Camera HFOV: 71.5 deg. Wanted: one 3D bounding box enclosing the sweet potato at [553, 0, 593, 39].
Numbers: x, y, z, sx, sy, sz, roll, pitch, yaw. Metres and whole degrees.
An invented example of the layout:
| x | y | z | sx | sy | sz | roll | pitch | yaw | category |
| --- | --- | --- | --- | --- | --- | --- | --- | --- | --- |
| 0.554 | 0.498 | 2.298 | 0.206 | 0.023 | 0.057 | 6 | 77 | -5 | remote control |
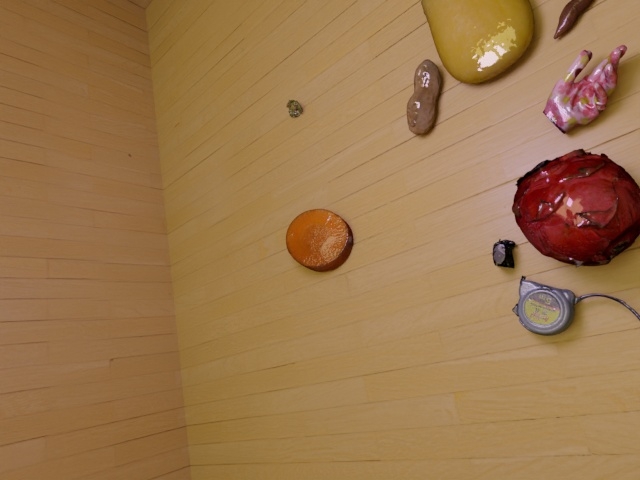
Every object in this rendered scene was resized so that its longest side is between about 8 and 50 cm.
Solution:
| x | y | z | sx | sy | sz | roll | pitch | yaw | category |
| --- | --- | --- | --- | --- | --- | --- | --- | --- | --- |
| 0.755 | -0.694 | 1.298 | 0.065 | 0.051 | 0.219 | 35 | 108 | 34 | sweet potato |

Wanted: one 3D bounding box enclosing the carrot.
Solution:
| x | y | z | sx | sy | sz | roll | pitch | yaw | category |
| --- | --- | --- | --- | --- | --- | --- | --- | --- | --- |
| 0.000 | 0.000 | 1.849 | 0.307 | 0.100 | 0.259 | -2 | 82 | 33 | carrot |

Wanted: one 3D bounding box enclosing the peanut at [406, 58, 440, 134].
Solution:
| x | y | z | sx | sy | sz | roll | pitch | yaw | category |
| --- | --- | --- | --- | --- | --- | --- | --- | --- | --- |
| 0.367 | -0.507 | 1.572 | 0.101 | 0.117 | 0.263 | 13 | 91 | 21 | peanut |

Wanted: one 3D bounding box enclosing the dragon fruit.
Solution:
| x | y | z | sx | sy | sz | roll | pitch | yaw | category |
| --- | --- | --- | --- | --- | --- | --- | --- | --- | --- |
| 0.666 | -0.086 | 1.154 | 0.296 | 0.295 | 0.302 | -53 | 43 | 23 | dragon fruit |

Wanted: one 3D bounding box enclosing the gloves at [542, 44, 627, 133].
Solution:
| x | y | z | sx | sy | sz | roll | pitch | yaw | category |
| --- | --- | --- | --- | --- | --- | --- | --- | --- | --- |
| 0.743 | -0.422 | 1.234 | 0.241 | 0.126 | 0.145 | -45 | 34 | 31 | gloves |

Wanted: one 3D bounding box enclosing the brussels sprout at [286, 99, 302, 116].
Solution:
| x | y | z | sx | sy | sz | roll | pitch | yaw | category |
| --- | --- | --- | --- | --- | --- | --- | --- | --- | --- |
| -0.118 | -0.604 | 2.038 | 0.085 | 0.058 | 0.085 | 12 | 120 | 21 | brussels sprout |

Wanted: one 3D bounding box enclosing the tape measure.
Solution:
| x | y | z | sx | sy | sz | roll | pitch | yaw | category |
| --- | --- | --- | --- | --- | --- | --- | --- | --- | --- |
| 0.700 | 0.210 | 1.213 | 0.330 | 0.084 | 0.164 | 19 | 100 | 42 | tape measure |

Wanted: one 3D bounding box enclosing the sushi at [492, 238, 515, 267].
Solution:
| x | y | z | sx | sy | sz | roll | pitch | yaw | category |
| --- | --- | --- | --- | --- | --- | --- | --- | --- | --- |
| 0.557 | 0.038 | 1.359 | 0.056 | 0.083 | 0.085 | 8 | 92 | 42 | sushi |

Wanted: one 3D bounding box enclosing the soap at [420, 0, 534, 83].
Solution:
| x | y | z | sx | sy | sz | roll | pitch | yaw | category |
| --- | --- | --- | --- | --- | --- | --- | --- | --- | --- |
| 0.516 | -0.724 | 1.465 | 0.306 | 0.115 | 0.428 | -26 | 69 | 32 | soap |
